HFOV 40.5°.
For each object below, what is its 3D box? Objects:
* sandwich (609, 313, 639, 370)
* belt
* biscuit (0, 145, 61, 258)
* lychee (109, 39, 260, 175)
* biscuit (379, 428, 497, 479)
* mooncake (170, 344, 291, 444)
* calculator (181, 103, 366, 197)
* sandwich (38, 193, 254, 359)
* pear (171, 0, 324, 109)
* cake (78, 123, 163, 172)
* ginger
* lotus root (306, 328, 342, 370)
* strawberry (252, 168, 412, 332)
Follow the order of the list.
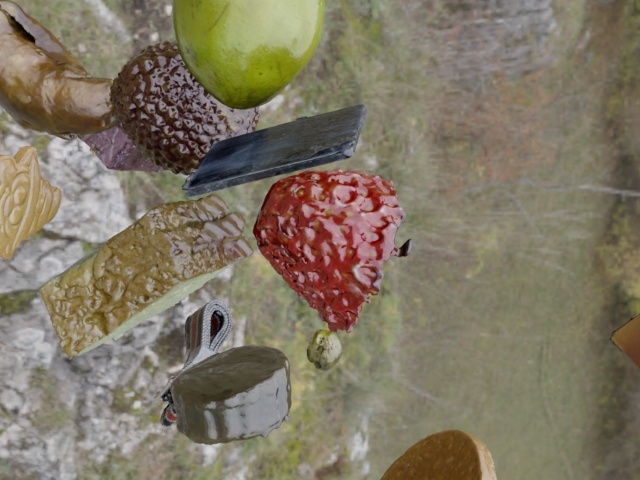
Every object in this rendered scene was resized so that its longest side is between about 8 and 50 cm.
[{"bbox_3d":[0.458,0.146,1.136,0.058,0.193,0.162,35,46,-9],"label":"sandwich"},{"bbox_3d":[-0.286,0.285,2.038,0.126,0.094,0.360,32,37,-15],"label":"belt"},{"bbox_3d":[-0.440,-0.049,1.204,0.250,0.035,0.162,-18,118,-66],"label":"biscuit"},{"bbox_3d":[-0.227,-0.223,1.445,0.271,0.235,0.236,23,72,-57],"label":"lychee"},{"bbox_3d":[0.104,0.349,0.986,0.044,0.202,0.289,35,71,-22],"label":"biscuit"},{"bbox_3d":[-0.159,0.289,1.596,0.228,0.228,0.124,-30,115,-51],"label":"mooncake"},{"bbox_3d":[-0.061,-0.131,1.242,0.161,0.261,0.021,-71,144,-56],"label":"calculator"},{"bbox_3d":[-0.291,0.059,1.366,0.131,0.325,0.262,58,20,2],"label":"sandwich"},{"bbox_3d":[-0.097,-0.303,1.171,0.212,0.212,0.269,-42,155,-46],"label":"pear"},{"bbox_3d":[-0.385,-0.192,1.732,0.116,0.112,0.295,57,2,5],"label":"cake"},{"bbox_3d":[-0.489,-0.282,1.535,0.321,0.172,0.165,36,39,-1],"label":"ginger"},{"bbox_3d":[0.006,0.165,1.300,0.049,0.054,0.099,-46,165,-26],"label":"lotus root"},{"bbox_3d":[0.000,0.000,1.159,0.178,0.234,0.234,21,70,-13],"label":"strawberry"}]
